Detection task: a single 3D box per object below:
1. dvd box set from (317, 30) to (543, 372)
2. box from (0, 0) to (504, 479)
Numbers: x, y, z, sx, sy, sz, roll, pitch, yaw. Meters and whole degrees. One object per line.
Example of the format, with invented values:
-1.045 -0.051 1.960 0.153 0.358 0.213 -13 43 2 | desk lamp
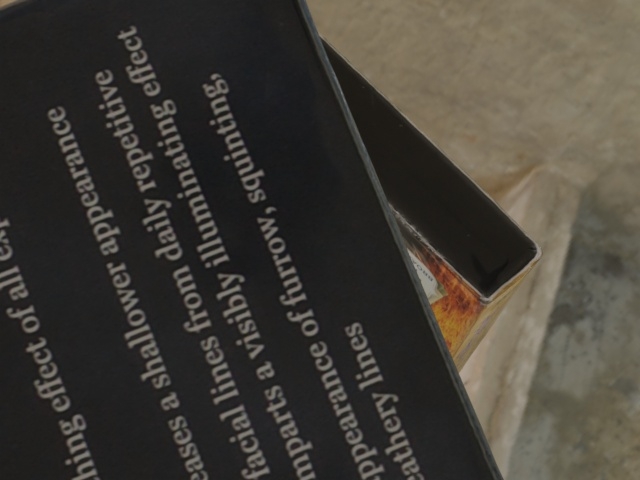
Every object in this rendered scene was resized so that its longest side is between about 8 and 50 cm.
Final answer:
0.000 0.000 0.993 0.062 0.420 0.307 -40 -103 -20 | dvd box set
-0.150 0.106 0.462 0.395 0.212 0.293 -21 -94 -7 | box
